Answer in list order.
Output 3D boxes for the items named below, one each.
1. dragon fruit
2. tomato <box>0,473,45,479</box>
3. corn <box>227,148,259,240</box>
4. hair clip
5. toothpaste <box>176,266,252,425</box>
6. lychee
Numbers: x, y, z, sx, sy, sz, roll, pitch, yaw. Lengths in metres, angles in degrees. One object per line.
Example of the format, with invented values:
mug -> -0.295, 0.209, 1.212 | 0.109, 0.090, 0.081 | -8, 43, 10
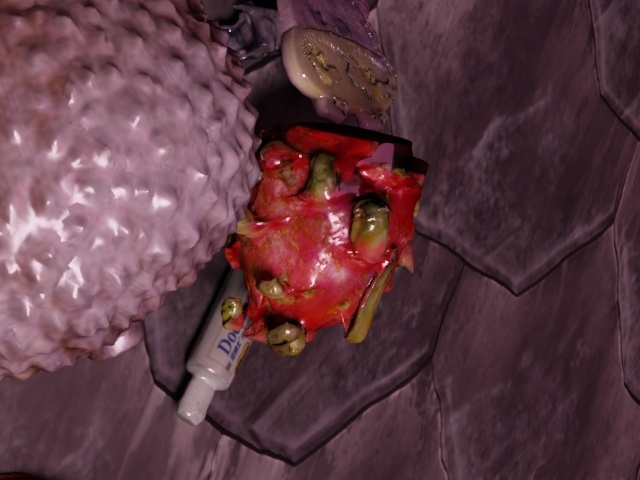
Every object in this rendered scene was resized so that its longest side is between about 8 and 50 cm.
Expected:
dragon fruit -> 0.000, 0.000, 1.240 | 0.160, 0.166, 0.172 | 6, 100, -15
tomato -> -0.205, 0.281, 1.121 | 0.199, 0.112, 0.228 | 9, 88, -50
corn -> -0.062, -0.039, 1.302 | 0.028, 0.027, 0.083 | 59, 46, -83
hair clip -> -0.006, -0.157, 1.306 | 0.187, 0.056, 0.146 | 3, 65, -43
toothpaste -> -0.054, 0.035, 1.320 | 0.067, 0.037, 0.255 | 47, 58, -40
lychee -> -0.175, -0.059, 0.939 | 0.300, 0.300, 0.300 | -14, 108, -50
